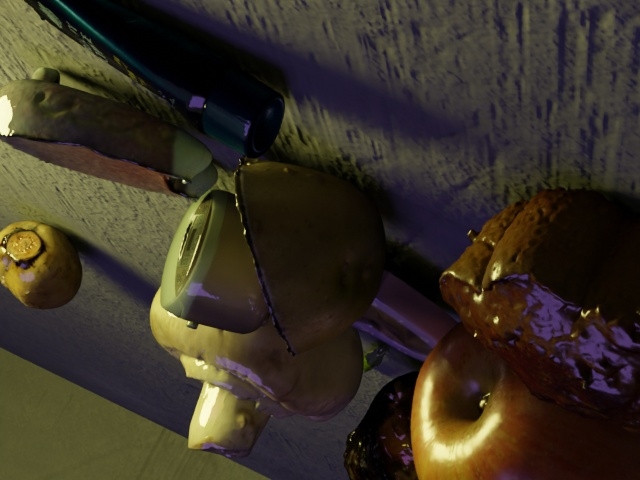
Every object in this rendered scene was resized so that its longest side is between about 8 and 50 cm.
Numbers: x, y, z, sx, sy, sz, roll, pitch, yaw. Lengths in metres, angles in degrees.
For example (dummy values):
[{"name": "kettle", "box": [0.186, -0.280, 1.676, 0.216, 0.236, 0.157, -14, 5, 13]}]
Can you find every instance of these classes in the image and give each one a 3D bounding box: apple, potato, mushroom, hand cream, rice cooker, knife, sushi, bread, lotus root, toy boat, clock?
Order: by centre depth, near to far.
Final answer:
[{"name": "bread", "box": [0.207, 0.059, 1.223, 0.232, 0.135, 0.246, 26, 165, 9]}, {"name": "hand cream", "box": [-0.154, -0.161, 1.310, 0.270, 0.061, 0.120, 32, 171, 13]}, {"name": "potato", "box": [0.000, 0.000, 1.428, 0.117, 0.182, 0.202, -12, 134, 7]}, {"name": "apple", "box": [0.216, 0.182, 1.456, 0.241, 0.242, 0.242, 22, 170, -31]}, {"name": "toy boat", "box": [-0.209, -0.110, 1.545, 0.227, 0.085, 0.155, 15, 173, 4]}, {"name": "clock", "box": [0.065, 0.054, 1.595, 0.198, 0.064, 0.172, 26, 165, 8]}, {"name": "rice cooker", "box": [-0.097, 0.026, 1.637, 0.127, 0.145, 0.206, 18, 169, 0]}, {"name": "mushroom", "box": [-0.086, 0.144, 1.833, 0.260, 0.234, 0.254, 27, 169, 1]}, {"name": "sushi", "box": [0.195, 0.304, 1.894, 0.348, 0.234, 0.207, 25, 166, -10]}, {"name": "knife", "box": [0.064, 0.152, 2.000, 0.022, 0.026, 0.184, 42, 169, 3]}, {"name": "lotus root", "box": [-0.406, 0.038, 2.269, 0.125, 0.118, 0.221, 58, 174, 14]}]
